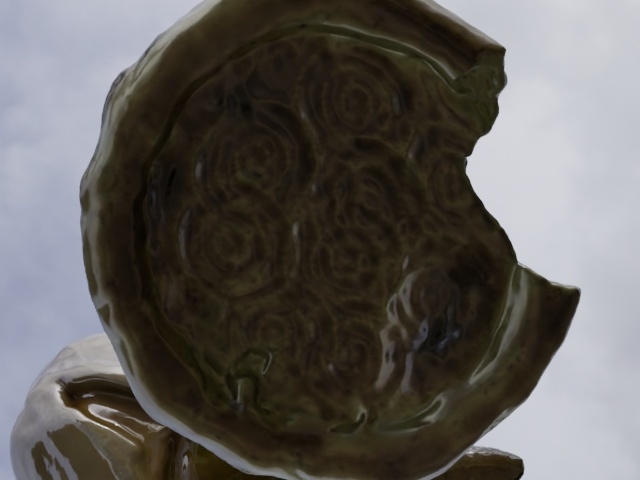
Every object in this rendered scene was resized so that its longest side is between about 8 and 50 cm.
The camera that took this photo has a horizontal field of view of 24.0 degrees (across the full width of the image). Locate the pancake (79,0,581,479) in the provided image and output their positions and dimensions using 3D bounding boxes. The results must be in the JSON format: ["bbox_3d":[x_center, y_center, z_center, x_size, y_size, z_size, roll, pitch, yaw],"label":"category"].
[{"bbox_3d":[0.000,0.000,0.653,0.212,0.029,0.235,-24,-84,8],"label":"pancake"}]

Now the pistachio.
[{"bbox_3d":[-0.073,0.136,0.858,0.138,0.238,0.153,-63,-30,-14],"label":"pistachio"}]

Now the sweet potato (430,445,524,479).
[{"bbox_3d":[-0.004,0.151,1.157,0.310,0.124,0.098,19,-99,-22],"label":"sweet potato"}]
